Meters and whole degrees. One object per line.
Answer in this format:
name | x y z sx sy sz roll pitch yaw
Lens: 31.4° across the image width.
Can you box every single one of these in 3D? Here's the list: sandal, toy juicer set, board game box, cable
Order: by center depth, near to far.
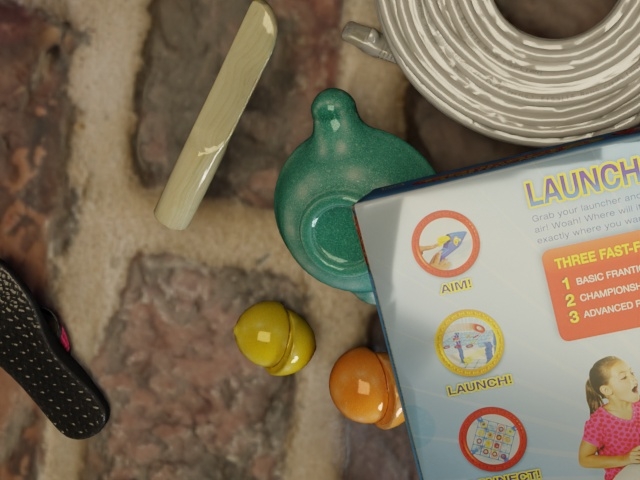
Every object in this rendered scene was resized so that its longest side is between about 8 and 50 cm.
board game box | 0.206 0.082 0.722 0.308 0.086 0.302 -12 96 12
cable | 0.163 -0.194 0.801 0.257 0.089 0.257 33 103 4
toy juicer set | 0.000 0.000 0.870 0.209 0.089 0.329 -37 99 26
sandal | -0.238 0.088 0.950 0.067 0.040 0.179 -27 107 19
